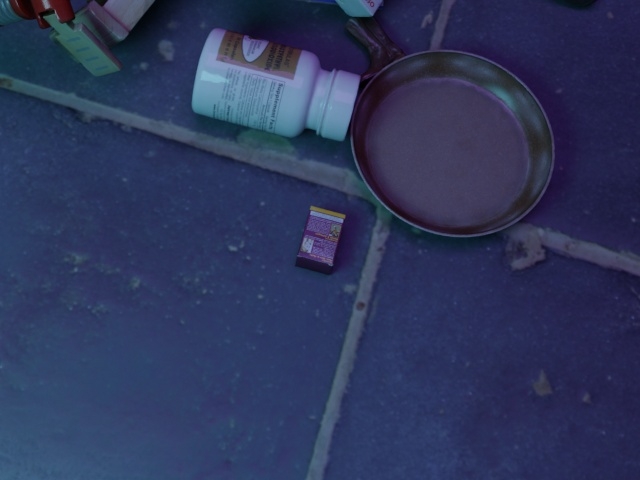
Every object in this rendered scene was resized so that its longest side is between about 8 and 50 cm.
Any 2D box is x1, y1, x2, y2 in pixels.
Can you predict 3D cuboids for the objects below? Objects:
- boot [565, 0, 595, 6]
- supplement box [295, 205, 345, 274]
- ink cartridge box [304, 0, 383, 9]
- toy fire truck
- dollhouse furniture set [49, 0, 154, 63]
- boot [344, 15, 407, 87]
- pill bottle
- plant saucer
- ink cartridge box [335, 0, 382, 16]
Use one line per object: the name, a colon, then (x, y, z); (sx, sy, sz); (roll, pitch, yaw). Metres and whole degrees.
boot: (0.382, -0.509, 1.850); (0.236, 0.085, 0.178); (45, 35, -22)
supplement box: (0.000, 0.000, 1.637); (0.055, 0.043, 0.083); (16, 67, -1)
ink cartridge box: (-0.025, -0.518, 1.724); (0.304, 0.072, 0.307); (-2, 102, -38)
toy fire truck: (-0.392, -0.319, 1.520); (0.158, 0.217, 0.246); (-35, 113, -49)
dollhouse furniture set: (-0.390, -0.491, 1.628); (0.394, 0.362, 0.256); (43, 65, -22)
boot: (0.066, -0.300, 1.765); (0.106, 0.037, 0.114); (-32, 79, -31)
pill bottle: (-0.063, -0.223, 1.669); (0.229, 0.131, 0.131); (15, 68, -1)
plant saucer: (0.197, -0.142, 1.713); (0.311, 0.050, 0.310); (2, 69, -5)
ink cartridge box: (0.069, -0.424, 1.738); (0.099, 0.056, 0.135); (42, 73, -37)
